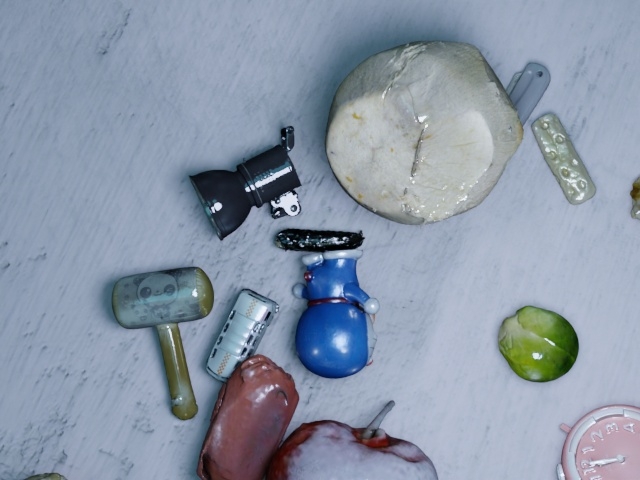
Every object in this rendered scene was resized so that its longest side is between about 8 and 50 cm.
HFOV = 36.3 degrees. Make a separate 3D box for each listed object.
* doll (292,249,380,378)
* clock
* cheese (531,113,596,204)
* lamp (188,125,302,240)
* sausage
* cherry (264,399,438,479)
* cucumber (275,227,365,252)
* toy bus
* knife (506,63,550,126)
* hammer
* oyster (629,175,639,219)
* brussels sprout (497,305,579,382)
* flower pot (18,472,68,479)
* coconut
[{"bbox_3d":[0.029,0.141,1.907,0.161,0.215,0.256,10,77,-39],"label":"doll"},{"bbox_3d":[0.570,0.428,1.851,0.241,0.142,0.227,-14,59,10],"label":"clock"},{"bbox_3d":[0.489,-0.163,1.970,0.065,0.043,0.194,-25,83,-1],"label":"cheese"},{"bbox_3d":[-0.128,-0.107,1.962,0.228,0.147,0.172,-26,96,-7],"label":"lamp"},{"bbox_3d":[-0.140,0.357,1.883,0.152,0.152,0.279,23,98,5],"label":"sausage"},{"bbox_3d":[0.062,0.494,1.808,0.327,0.291,0.334,-11,92,10],"label":"cherry"},{"bbox_3d":[0.000,0.000,1.976,0.182,0.053,0.053,0,84,2],"label":"cucumber"},{"bbox_3d":[-0.162,0.194,1.943,0.087,0.089,0.193,27,87,6],"label":"toy bus"},{"bbox_3d":[0.380,-0.244,1.989,0.073,0.040,0.265,31,86,17],"label":"knife"},{"bbox_3d":[-0.299,0.211,1.952,0.202,0.113,0.305,-9,92,5],"label":"hammer"},{"bbox_3d":[0.770,-0.040,1.900,0.337,0.133,0.197,37,94,11],"label":"oyster"},{"bbox_3d":[0.422,0.206,1.896,0.155,0.117,0.155,-11,59,19],"label":"brussels sprout"},{"bbox_3d":[-0.471,0.587,1.829,0.244,0.307,0.307,0,83,-13],"label":"flower pot"},{"bbox_3d":[0.201,-0.210,1.847,0.346,0.360,0.346,14,116,31],"label":"coconut"}]
